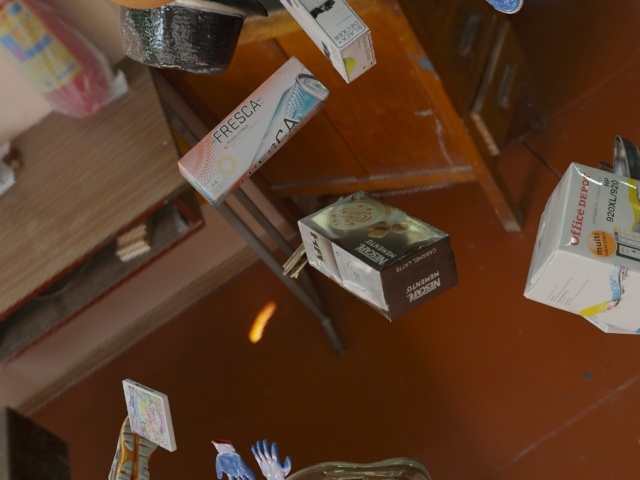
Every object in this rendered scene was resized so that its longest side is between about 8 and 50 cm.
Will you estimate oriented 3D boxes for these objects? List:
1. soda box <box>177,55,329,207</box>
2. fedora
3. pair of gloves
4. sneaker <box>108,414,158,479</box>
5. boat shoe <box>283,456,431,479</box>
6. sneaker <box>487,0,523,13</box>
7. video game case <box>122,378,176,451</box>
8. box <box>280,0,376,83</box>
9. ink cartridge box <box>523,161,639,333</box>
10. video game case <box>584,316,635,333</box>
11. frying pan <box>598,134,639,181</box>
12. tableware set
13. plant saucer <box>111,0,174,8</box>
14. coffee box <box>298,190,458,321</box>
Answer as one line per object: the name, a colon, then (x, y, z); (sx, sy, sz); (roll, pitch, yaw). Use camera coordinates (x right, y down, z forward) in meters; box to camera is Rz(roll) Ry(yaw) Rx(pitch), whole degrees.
soda box: (-0.076, -0.122, 0.918); (0.183, 0.063, 0.058); (-45, 0, -8)
fedora: (-0.269, -0.396, 1.512); (0.334, 0.334, 0.153); (20, 105, 45)
pair of gloves: (-0.150, 0.504, 1.797); (0.198, 0.159, 0.023); (-3, 31, 21)
sneaker: (-0.368, 0.420, 1.571); (0.083, 0.084, 0.215); (-47, 23, 39)
boat shoe: (0.055, 0.494, 1.538); (0.324, 0.123, 0.116); (-13, 11, 2)
sneaker: (0.282, -0.452, 1.406); (0.084, 0.152, 0.058); (-25, -16, -50)
video game case: (-0.262, 0.264, 1.228); (0.011, 0.087, 0.122); (-17, 15, -39)
box: (0.005, -0.522, 1.865); (0.087, 0.169, 0.290); (-37, 75, -2)
ink cartridge box: (0.460, 0.018, 1.245); (0.232, 0.168, 0.171); (17, 61, 5)
video game case: (0.521, 0.128, 1.465); (0.143, 0.157, 0.019); (43, 121, 53)
frying pan: (0.639, -0.108, 1.701); (0.053, 0.326, 0.197); (-6, 80, 13)
tableware set: (0.000, 0.000, 1.564); (0.194, 0.039, 0.128); (-50, 6, 3)
plant saucer: (-0.230, -0.405, 1.072); (0.200, 0.200, 0.037); (-43, 44, -5)
coffee box: (0.090, 0.018, 1.325); (0.141, 0.098, 0.246); (-27, 32, -20)
